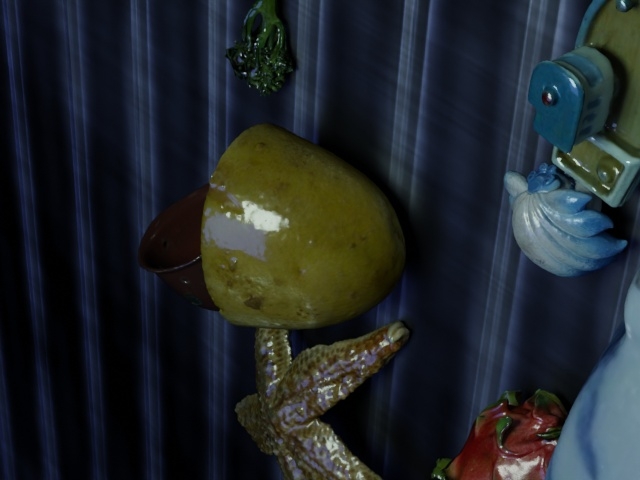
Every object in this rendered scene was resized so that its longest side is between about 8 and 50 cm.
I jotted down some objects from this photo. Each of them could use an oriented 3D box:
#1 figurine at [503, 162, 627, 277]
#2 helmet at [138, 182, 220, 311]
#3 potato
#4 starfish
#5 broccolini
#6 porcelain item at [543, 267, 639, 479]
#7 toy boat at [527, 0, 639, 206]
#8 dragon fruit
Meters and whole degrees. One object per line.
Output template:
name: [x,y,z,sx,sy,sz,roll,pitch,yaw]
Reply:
figurine: [0.196,-0.011,1.212,0.114,0.079,0.114,32,164,10]
helmet: [-0.085,0.005,1.537,0.155,0.175,0.106,4,138,50]
potato: [0.000,0.000,1.405,0.158,0.178,0.203,14,113,30]
starfish: [-0.014,0.180,1.592,0.327,0.094,0.375,-6,97,58]
broccolini: [-0.050,-0.236,1.396,0.071,0.057,0.254,8,135,1]
porcelain item: [0.261,0.180,1.102,0.179,0.242,0.405,20,128,22]
toy boat: [0.206,-0.109,1.096,0.088,0.102,0.215,40,140,27]
dragon fruit: [0.173,0.216,1.350,0.137,0.135,0.236,49,162,10]
